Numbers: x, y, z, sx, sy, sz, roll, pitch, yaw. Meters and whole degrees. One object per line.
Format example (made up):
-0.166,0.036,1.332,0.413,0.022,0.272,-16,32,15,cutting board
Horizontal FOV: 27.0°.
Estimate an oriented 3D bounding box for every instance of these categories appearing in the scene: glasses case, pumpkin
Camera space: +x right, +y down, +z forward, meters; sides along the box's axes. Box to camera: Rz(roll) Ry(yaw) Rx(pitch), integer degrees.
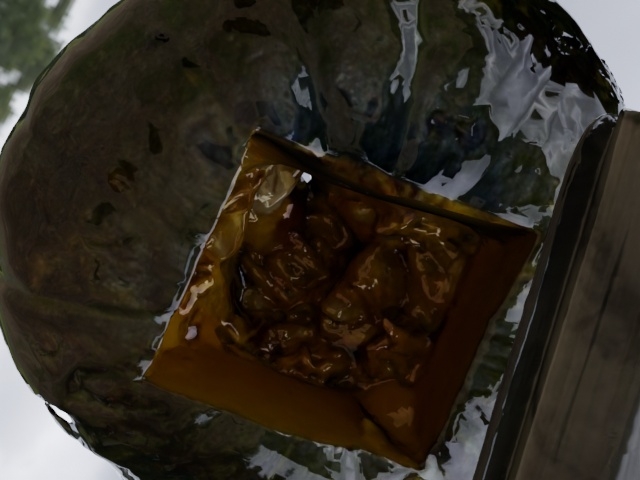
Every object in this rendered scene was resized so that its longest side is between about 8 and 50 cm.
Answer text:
0.083,0.118,0.384,0.060,0.114,0.299,26,-78,52,glasses case
0.000,0.000,0.638,0.320,0.320,0.192,-58,-168,12,pumpkin
